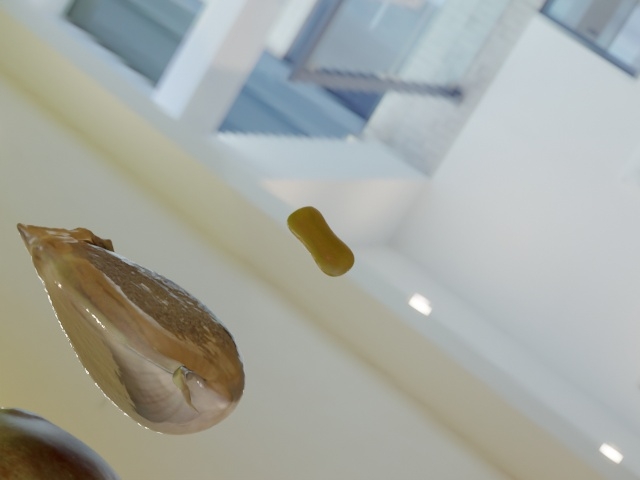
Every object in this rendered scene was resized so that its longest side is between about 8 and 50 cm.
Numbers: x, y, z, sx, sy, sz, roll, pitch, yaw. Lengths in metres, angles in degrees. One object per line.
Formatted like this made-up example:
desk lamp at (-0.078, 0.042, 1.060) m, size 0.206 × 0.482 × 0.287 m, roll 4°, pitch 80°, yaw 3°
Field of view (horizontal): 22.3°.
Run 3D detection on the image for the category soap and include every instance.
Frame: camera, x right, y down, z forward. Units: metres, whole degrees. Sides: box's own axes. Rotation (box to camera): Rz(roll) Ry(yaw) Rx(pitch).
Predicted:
soap at (0.000, 0.000, 1.474) m, size 0.089 × 0.034 × 0.012 m, roll 50°, pitch 169°, yaw 36°

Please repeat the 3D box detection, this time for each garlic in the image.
garlic at (-0.116, 0.089, 1.215) m, size 0.148 × 0.129 × 0.266 m, roll 3°, pitch -163°, yaw -41°

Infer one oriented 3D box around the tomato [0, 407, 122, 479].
tomato at (-0.253, 0.237, 1.228) m, size 0.270 × 0.223 × 0.270 m, roll 17°, pitch 165°, yaw 5°
